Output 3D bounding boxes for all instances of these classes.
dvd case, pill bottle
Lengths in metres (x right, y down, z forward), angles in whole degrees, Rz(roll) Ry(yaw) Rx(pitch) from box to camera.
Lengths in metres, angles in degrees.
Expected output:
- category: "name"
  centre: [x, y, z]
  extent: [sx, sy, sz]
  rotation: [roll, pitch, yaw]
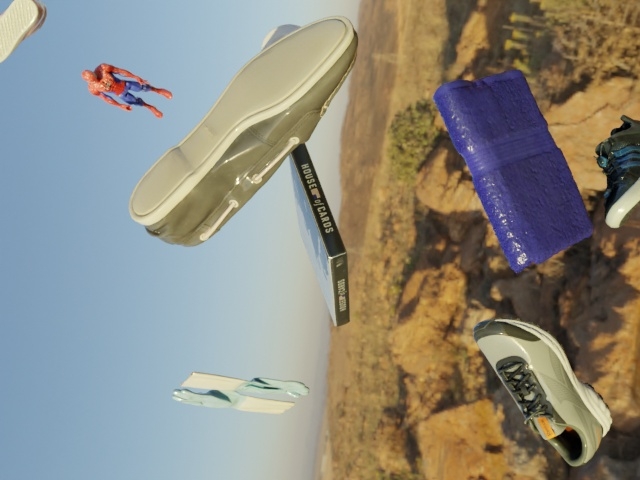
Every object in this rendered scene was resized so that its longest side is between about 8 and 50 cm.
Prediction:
- category: "dvd case"
  centre: [0.000, 0.000, 0.963]
  extent: [0.239, 0.029, 0.179]
  rotation: [83, 168, -63]
- category: "pill bottle"
  centre: [-0.042, -0.256, 1.025]
  extent: [0.137, 0.078, 0.078]
  rotation: [75, -157, -73]

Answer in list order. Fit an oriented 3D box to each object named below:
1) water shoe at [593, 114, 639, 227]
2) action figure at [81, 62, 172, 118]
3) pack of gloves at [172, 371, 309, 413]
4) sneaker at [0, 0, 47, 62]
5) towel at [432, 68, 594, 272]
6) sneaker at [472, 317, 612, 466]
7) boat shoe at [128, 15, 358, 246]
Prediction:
- category: "water shoe"
  centre: [0.395, -0.093, 0.898]
  extent: [0.203, 0.080, 0.073]
  rotation: [-47, -19, -39]
- category: "action figure"
  centre: [-0.193, -0.150, 0.676]
  extent: [0.038, 0.030, 0.115]
  rotation: [-56, -24, 13]
- category: "pack of gloves"
  centre: [-0.146, 0.264, 1.236]
  extent: [0.195, 0.232, 0.046]
  rotation: [133, 142, -52]
- category: "sneaker"
  centre: [-0.441, -0.296, 0.964]
  extent: [0.134, 0.051, 0.070]
  rotation: [-36, 20, 13]
- category: "towel"
  centre: [0.304, -0.117, 1.082]
  extent: [0.076, 0.227, 0.308]
  rotation: [-30, 82, 50]
- category: "sneaker"
  centre: [0.330, 0.222, 1.016]
  extent: [0.100, 0.271, 0.108]
  rotation: [-37, 9, 49]
- category: "boat shoe"
  centre: [-0.078, -0.120, 0.794]
  extent: [0.095, 0.335, 0.112]
  rotation: [40, -167, -46]
